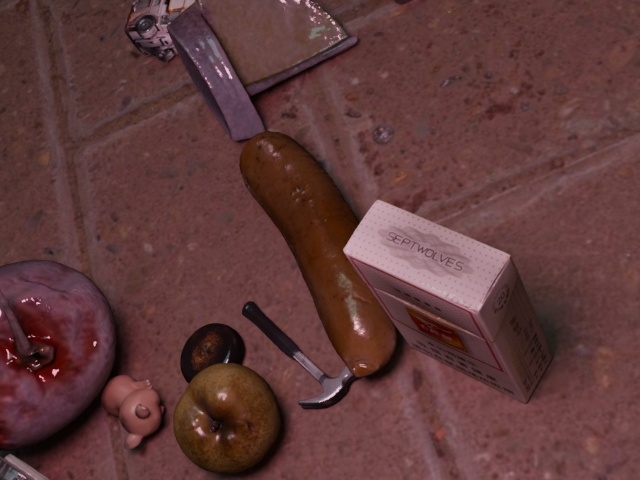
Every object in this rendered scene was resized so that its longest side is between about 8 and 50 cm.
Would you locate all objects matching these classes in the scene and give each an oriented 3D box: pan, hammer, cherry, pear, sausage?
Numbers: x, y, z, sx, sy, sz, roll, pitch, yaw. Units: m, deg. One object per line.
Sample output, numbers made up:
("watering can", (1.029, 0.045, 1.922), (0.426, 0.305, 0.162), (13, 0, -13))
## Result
("pan", (-0.149, 0.214, 1.696), (0.115, 0.040, 0.212), (-48, 55, -2))
("hammer", (-0.051, 0.177, 1.686), (0.103, 0.029, 0.246), (-47, 54, -8))
("cherry", (-0.487, 0.167, 1.708), (0.326, 0.291, 0.335), (-34, 22, 4))
("pear", (-0.142, 0.269, 1.592), (0.167, 0.136, 0.167), (1, 98, 6))
("sausage", (0.003, -0.001, 1.705), (0.136, 0.123, 0.501), (-33, 56, 4))

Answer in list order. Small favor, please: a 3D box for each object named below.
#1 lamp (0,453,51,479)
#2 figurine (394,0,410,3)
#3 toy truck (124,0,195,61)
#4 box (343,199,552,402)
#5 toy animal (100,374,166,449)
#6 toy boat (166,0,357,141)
("lamp", (-0.500, 0.464, 1.593), (0.272, 0.205, 0.374), (-37, 69, -11))
("figurine", (0.101, -0.558, 1.971), (0.158, 0.161, 0.275), (-49, 51, 19))
("toy truck", (-0.238, -0.435, 2.054), (0.270, 0.114, 0.135), (-2, 61, 19))
("box", (0.183, 0.089, 1.453), (0.210, 0.330, 0.095), (25, 73, 31))
("toy animal", (-0.306, 0.268, 1.705), (0.089, 0.083, 0.150), (-32, 35, -23))
("toy boat", (-0.133, -0.355, 1.933), (0.276, 0.111, 0.293), (44, 78, -3))
